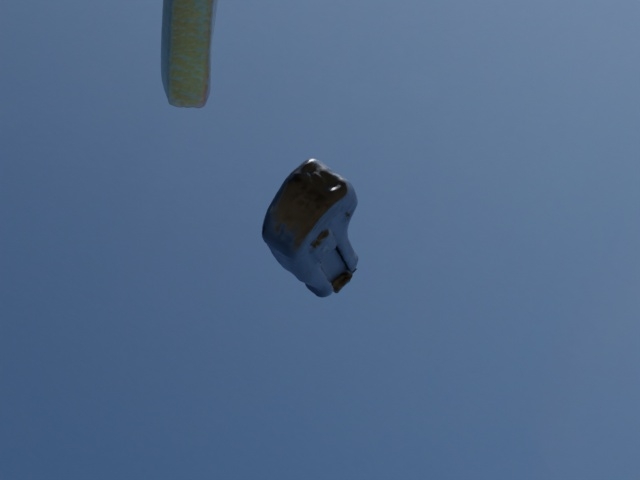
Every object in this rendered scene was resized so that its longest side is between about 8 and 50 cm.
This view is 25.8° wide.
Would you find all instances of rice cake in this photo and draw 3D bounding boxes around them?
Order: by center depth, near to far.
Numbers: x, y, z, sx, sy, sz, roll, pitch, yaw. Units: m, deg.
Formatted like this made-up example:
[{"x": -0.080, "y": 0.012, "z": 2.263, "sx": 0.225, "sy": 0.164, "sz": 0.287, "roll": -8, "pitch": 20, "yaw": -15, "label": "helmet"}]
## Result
[{"x": -0.088, "y": -0.192, "z": 0.974, "sx": 0.042, "sy": 0.080, "sz": 0.221, "roll": 2, "pitch": -36, "yaw": -8, "label": "rice cake"}]

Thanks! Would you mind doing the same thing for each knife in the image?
[{"x": 0.000, "y": 0.000, "z": 0.472, "sx": 0.018, "sy": 0.121, "sz": 0.031, "roll": 36, "pitch": -96, "yaw": 11, "label": "knife"}]
